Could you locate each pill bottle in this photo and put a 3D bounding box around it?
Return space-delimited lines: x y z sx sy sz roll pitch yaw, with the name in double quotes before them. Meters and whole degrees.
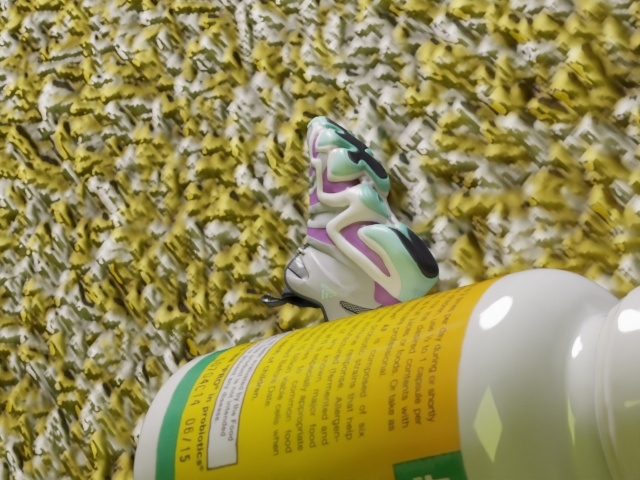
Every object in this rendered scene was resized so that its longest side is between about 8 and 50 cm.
"pill bottle" 0.049 0.075 0.638 0.208 0.117 0.118 -16 60 35

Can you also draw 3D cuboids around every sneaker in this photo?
"sneaker" 0.000 0.000 0.771 0.069 0.038 0.098 -41 48 18
